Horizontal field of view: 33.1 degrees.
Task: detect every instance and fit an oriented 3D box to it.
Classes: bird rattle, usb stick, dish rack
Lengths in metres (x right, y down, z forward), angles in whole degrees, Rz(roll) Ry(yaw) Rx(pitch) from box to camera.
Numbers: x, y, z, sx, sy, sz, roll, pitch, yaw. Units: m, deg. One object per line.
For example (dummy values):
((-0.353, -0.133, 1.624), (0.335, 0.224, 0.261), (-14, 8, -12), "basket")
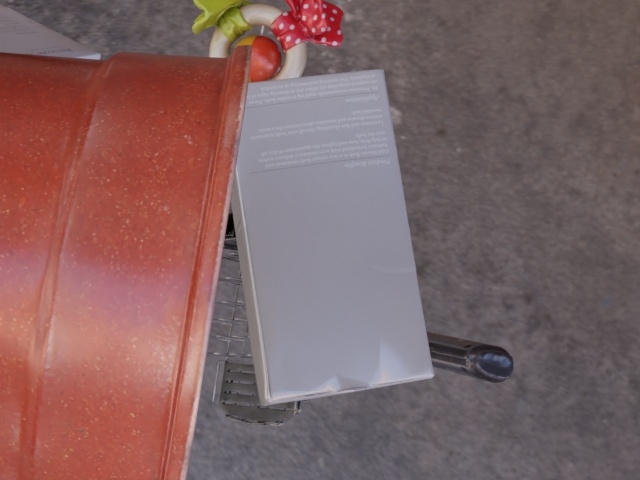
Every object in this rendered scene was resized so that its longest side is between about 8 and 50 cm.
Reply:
((-0.092, -0.331, 1.791), (0.254, 0.143, 0.206), (10, 94, 0), "bird rattle")
((0.130, 0.135, 1.361), (0.077, 0.278, 0.045), (20, 83, -32), "usb stick")
((-0.082, 0.096, 1.366), (0.074, 0.208, 0.271), (14, 78, -35), "dish rack")

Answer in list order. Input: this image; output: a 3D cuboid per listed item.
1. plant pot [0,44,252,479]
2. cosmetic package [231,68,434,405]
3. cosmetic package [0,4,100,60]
((-0.186, 0.014, 0.544), (0.265, 0.272, 0.272), (9, 96, -6), "plant pot")
((0.000, 0.000, 0.811), (0.127, 0.107, 0.237), (-6, 84, -8), "cosmetic package")
((-0.501, -0.214, 1.290), (0.377, 0.284, 0.097), (-23, 133, -52), "cosmetic package")
